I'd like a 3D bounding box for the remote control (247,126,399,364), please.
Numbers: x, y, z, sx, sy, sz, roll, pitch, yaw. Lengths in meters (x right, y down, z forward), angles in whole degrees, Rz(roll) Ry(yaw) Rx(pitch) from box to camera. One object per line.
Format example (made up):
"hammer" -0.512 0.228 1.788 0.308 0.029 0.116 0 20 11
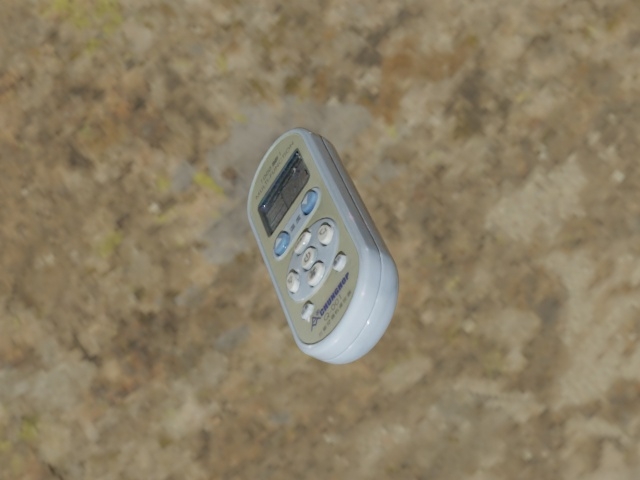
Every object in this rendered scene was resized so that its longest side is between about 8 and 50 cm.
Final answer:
"remote control" 0.000 0.000 1.093 0.047 0.244 0.087 21 113 -25
